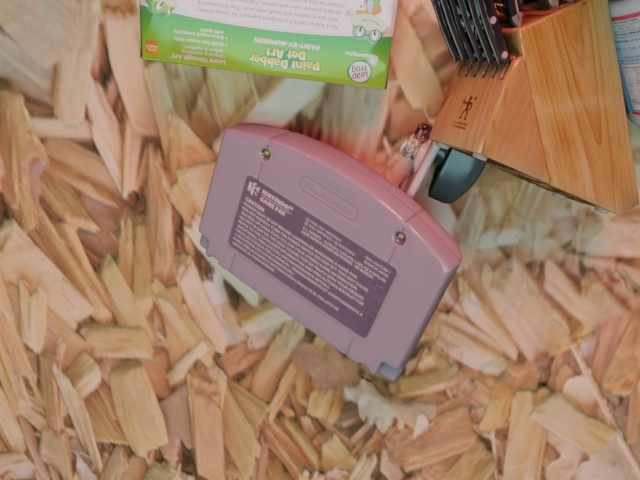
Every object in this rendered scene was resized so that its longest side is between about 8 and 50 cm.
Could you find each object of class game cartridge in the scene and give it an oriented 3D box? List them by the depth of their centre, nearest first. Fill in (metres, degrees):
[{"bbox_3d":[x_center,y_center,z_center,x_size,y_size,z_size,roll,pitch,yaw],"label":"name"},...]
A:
[{"bbox_3d":[0.000,0.000,0.710,0.294,0.060,0.196,34,127,19],"label":"game cartridge"}]

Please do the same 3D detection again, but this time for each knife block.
[{"bbox_3d":[0.216,-0.175,0.593,0.276,0.088,0.242,18,100,-26],"label":"knife block"}]

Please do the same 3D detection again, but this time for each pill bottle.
[{"bbox_3d":[0.318,-0.160,0.591,0.087,0.087,0.160,-19,114,21],"label":"pill bottle"}]

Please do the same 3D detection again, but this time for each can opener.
[{"bbox_3d":[0.092,-0.020,0.723,0.093,0.074,0.280,26,121,-4],"label":"can opener"}]

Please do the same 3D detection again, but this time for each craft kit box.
[{"bbox_3d":[-0.042,-0.279,0.599,0.250,0.061,0.246,8,118,-1],"label":"craft kit box"}]
